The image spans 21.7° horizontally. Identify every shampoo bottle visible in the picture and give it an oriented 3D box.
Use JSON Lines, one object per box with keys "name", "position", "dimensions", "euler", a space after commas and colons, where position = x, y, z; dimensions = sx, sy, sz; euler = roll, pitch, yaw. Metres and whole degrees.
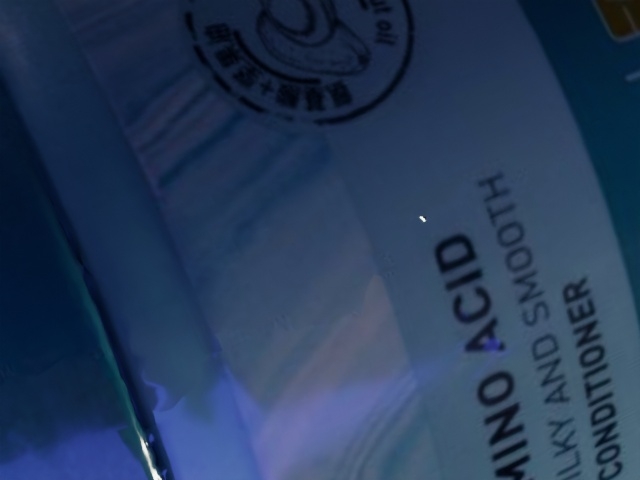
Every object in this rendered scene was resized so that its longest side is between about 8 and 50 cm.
{"name": "shampoo bottle", "position": [0.000, 0.000, 0.566], "dimensions": [0.343, 0.331, 0.331], "euler": [-22, 125, -21]}
